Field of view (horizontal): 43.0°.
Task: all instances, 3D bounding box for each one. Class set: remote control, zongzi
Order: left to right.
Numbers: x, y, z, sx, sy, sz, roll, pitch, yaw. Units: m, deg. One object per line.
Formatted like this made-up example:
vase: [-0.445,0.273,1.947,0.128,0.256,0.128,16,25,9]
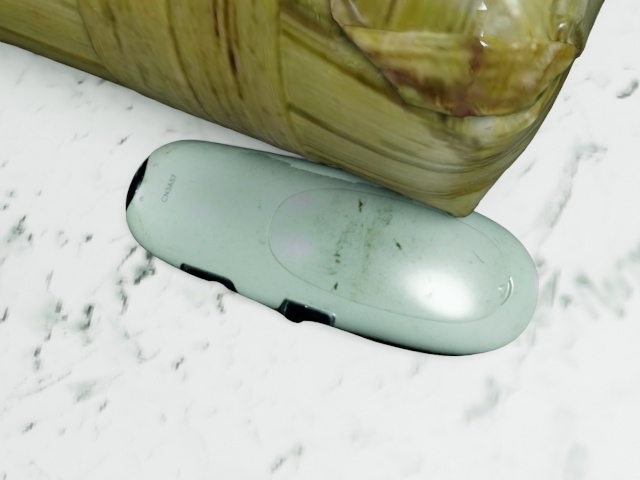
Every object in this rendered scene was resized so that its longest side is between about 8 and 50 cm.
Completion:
zongzi: [-0.035,-0.298,0.485,0.500,0.218,0.467,21,73,15]
remote control: [0.000,0.000,0.477,0.256,0.045,0.097,15,75,14]
